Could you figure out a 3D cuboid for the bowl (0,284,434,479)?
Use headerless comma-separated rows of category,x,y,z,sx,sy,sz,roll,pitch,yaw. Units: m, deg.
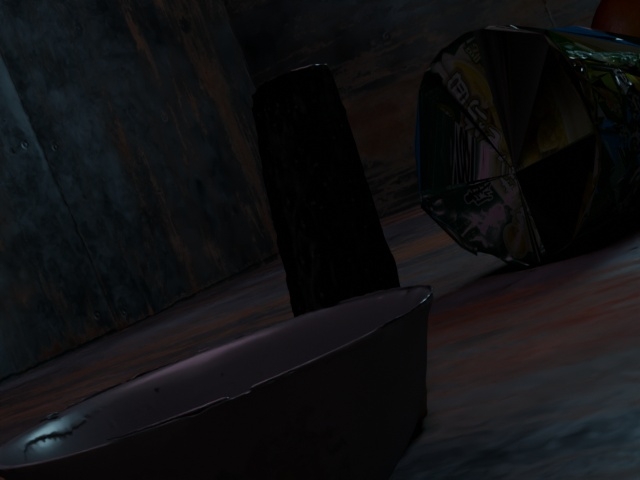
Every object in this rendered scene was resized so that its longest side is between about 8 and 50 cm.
bowl,-0.029,0.089,0.450,0.189,0.086,0.189,-20,3,1

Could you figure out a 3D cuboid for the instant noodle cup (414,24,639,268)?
instant noodle cup,0.231,-0.100,1.082,0.178,0.240,0.240,-12,-4,-38

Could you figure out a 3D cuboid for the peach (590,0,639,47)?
peach,0.392,-0.181,1.180,0.199,0.243,0.243,-53,18,-28

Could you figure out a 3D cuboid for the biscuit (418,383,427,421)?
biscuit,-0.011,0.089,0.625,0.118,0.061,0.183,-21,1,-42

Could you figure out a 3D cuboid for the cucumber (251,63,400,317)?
cucumber,-0.003,0.001,0.707,0.062,0.211,0.078,-21,3,-35
